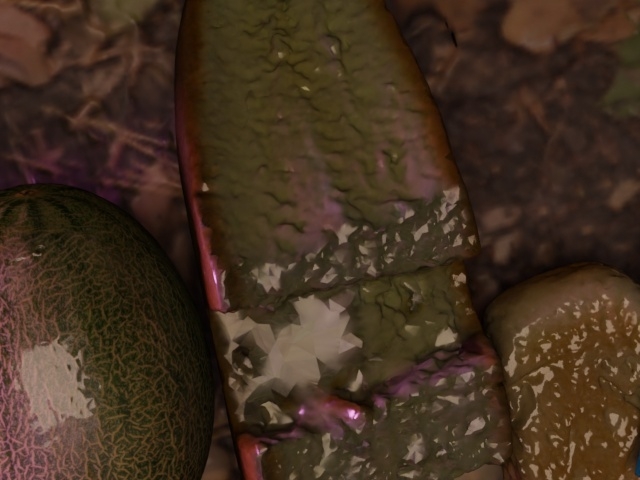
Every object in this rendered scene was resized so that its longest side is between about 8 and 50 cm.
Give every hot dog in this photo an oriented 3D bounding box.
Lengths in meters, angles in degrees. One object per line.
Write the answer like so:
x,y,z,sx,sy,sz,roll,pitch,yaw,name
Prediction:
0.130,0.127,0.898,0.084,0.073,0.242,-13,101,-3,hot dog

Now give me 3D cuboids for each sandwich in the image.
0.000,0.000,0.837,0.122,0.128,0.236,-15,104,-7,sandwich

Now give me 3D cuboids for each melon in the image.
-0.115,0.070,0.842,0.139,0.139,0.192,-6,106,-1,melon

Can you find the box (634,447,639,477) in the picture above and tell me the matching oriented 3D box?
0.240,0.010,0.858,0.161,0.042,0.226,10,94,-20,box
